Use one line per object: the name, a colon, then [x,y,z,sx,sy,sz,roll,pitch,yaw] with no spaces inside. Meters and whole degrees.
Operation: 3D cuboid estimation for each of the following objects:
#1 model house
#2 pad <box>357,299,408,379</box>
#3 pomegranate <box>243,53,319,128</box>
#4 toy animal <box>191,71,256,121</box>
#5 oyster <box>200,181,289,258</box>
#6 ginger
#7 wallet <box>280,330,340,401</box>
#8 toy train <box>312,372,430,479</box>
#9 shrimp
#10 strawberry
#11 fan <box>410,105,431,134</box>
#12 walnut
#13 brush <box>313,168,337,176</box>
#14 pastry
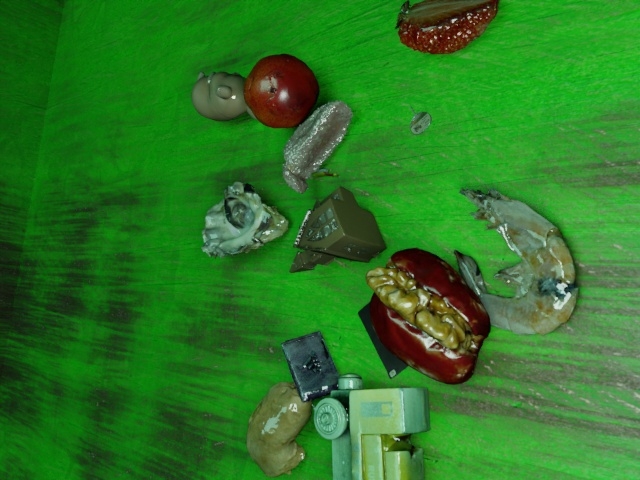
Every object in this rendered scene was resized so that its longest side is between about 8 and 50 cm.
model house: [0.000,0.000,1.566,0.248,0.180,0.176,-36,57,30]
pad: [0.162,0.215,1.488,0.116,0.004,0.193,-44,53,27]
pomegranate: [-0.114,-0.409,1.756,0.235,0.210,0.210,179,101,-68]
toy animal: [-0.307,-0.450,1.977,0.250,0.166,0.154,14,99,51]
oyster: [-0.237,-0.051,1.858,0.351,0.114,0.238,0,72,39]
ginger: [-0.102,0.461,1.594,0.138,0.152,0.267,-133,58,-71]
wallet: [-0.023,0.313,1.578,0.030,0.111,0.166,97,154,-56]
toy train: [0.117,0.487,1.370,0.253,0.160,0.398,-12,72,35]
shrimp: [0.372,0.032,1.289,0.247,0.085,0.360,-49,55,32]
strawberry: [0.290,-0.493,1.470,0.175,0.107,0.236,-44,44,-20]
fan: [0.233,-0.288,1.535,0.080,0.003,0.060,34,104,42]
walnut: [0.219,0.148,1.284,0.269,0.244,0.222,37,86,34]
brush: [0.016,-0.182,1.706,0.083,0.018,0.021,5,74,46]
pastry: [-0.019,-0.262,1.689,0.265,0.102,0.112,-55,39,8]
